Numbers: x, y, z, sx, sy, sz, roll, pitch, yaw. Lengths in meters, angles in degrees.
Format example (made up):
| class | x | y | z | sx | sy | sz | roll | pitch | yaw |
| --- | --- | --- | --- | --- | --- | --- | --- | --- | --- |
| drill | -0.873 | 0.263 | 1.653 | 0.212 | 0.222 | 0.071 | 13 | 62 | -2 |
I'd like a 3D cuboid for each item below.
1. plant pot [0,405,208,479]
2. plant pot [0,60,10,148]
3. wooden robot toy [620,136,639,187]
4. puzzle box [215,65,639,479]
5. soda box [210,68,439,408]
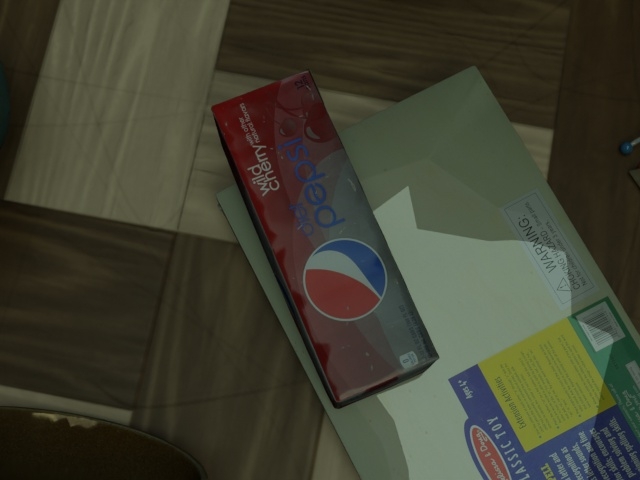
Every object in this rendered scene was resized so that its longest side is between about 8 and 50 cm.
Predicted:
| class | x | y | z | sx | sy | sz | roll | pitch | yaw |
| --- | --- | --- | --- | --- | --- | --- | --- | --- | --- |
| plant pot | -0.228 | 0.279 | 0.678 | 0.237 | 0.237 | 0.254 | 13 | 91 | 3 |
| plant pot | -0.382 | -0.117 | 0.757 | 0.195 | 0.290 | 0.290 | -26 | 75 | -42 |
| wooden robot toy | 0.347 | -0.122 | 0.831 | 0.076 | 0.079 | 0.173 | 34 | 79 | 8 |
| puzzle box | 0.116 | 0.078 | 0.798 | 0.272 | 0.052 | 0.409 | -26 | 78 | -6 |
| soda box | 0.000 | 0.000 | 0.748 | 0.092 | 0.083 | 0.263 | -22 | 77 | -5 |
